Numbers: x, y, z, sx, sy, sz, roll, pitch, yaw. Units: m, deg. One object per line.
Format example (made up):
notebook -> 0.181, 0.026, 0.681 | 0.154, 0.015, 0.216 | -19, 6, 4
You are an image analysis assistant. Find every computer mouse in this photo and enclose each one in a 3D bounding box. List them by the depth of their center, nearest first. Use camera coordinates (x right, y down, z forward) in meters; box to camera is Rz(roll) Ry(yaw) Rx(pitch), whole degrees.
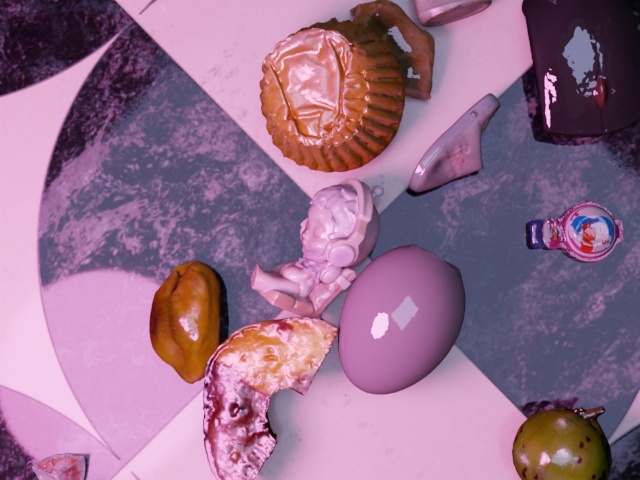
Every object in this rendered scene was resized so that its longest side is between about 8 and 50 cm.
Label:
computer mouse -> 0.409, -0.294, 1.775 | 0.170, 0.100, 0.269 | -9, 86, 3

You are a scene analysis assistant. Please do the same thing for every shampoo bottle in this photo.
shampoo bottle -> 0.178, -0.461, 1.796 | 0.118, 0.087, 0.234 | -17, 86, 1

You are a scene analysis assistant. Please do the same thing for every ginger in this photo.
ginger -> 0.120, -0.302, 1.797 | 0.190, 0.069, 0.095 | 50, 124, 3

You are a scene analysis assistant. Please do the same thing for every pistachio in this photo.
pistachio -> -0.202, 0.124, 1.756 | 0.100, 0.110, 0.189 | 8, 85, -30

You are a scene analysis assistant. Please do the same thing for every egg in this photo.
egg -> 0.117, 0.122, 1.714 | 0.176, 0.176, 0.232 | 25, 94, 3

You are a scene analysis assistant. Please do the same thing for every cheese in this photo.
cheese -> 0.398, -0.013, 1.785 | 0.145, 0.038, 0.095 | -2, 86, 0

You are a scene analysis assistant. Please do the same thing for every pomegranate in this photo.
pomegranate -> 0.356, 0.350, 1.712 | 0.156, 0.156, 0.220 | 2, 106, 1

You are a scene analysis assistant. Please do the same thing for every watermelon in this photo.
watermelon -> -0.400, 0.369, 1.765 | 0.085, 0.061, 0.085 | -1, 77, 2

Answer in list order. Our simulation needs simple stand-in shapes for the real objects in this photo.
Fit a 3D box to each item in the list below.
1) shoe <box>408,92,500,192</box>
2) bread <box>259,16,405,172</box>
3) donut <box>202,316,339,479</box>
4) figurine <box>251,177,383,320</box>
shoe -> 0.221, -0.139, 1.777 | 0.078, 0.079, 0.195 | 39, 84, 11
bread -> 0.014, -0.219, 1.747 | 0.240, 0.139, 0.240 | 1, 95, 12
donut -> -0.100, 0.230, 1.745 | 0.151, 0.112, 0.295 | 29, 88, 10
figurine -> 0.003, 0.001, 1.737 | 0.141, 0.162, 0.237 | 32, 100, -26
